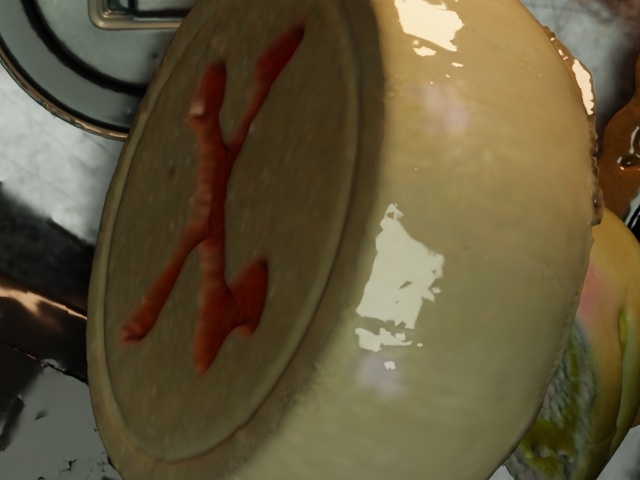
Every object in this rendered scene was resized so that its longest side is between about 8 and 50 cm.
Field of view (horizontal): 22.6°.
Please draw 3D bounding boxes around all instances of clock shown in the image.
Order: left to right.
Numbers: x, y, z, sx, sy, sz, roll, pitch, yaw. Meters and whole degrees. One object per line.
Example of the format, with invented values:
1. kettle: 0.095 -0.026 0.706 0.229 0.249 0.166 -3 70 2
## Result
1. clock: -0.106 -0.173 1.001 0.226 0.049 0.226 -2 100 -11

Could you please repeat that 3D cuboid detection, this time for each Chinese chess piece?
1. Chinese chess piece: 0.000 0.000 0.862 0.140 0.338 0.338 17 96 -28

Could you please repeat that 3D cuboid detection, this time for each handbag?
1. handbag: -0.204 0.141 0.999 0.247 0.080 0.223 25 94 -4

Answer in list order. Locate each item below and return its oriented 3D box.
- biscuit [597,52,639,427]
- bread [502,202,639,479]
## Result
1. biscuit: 0.296 -0.003 1.037 0.301 0.043 0.278 6 92 16
2. bread: 0.138 0.058 0.971 0.158 0.260 0.156 44 90 5
